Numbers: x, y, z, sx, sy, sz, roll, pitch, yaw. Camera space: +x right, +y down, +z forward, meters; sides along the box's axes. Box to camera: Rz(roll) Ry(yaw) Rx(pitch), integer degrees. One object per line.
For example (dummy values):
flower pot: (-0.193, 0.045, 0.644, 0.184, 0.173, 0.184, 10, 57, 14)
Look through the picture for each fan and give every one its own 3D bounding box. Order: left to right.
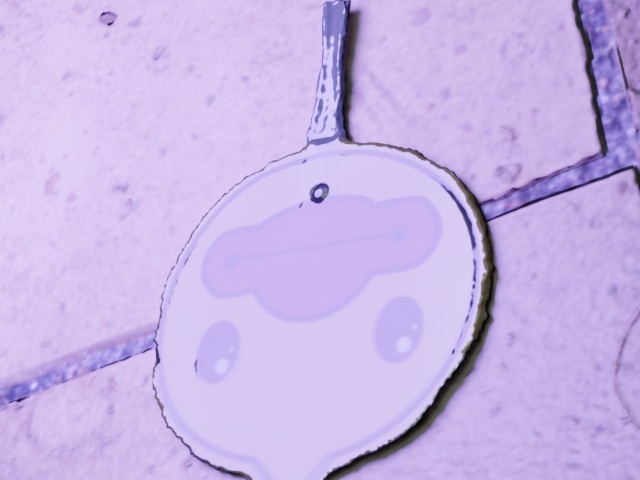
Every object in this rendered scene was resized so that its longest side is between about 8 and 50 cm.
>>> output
fan: (0.000, 0.000, 1.109, 0.230, 0.011, 0.335, -8, 64, 29)
